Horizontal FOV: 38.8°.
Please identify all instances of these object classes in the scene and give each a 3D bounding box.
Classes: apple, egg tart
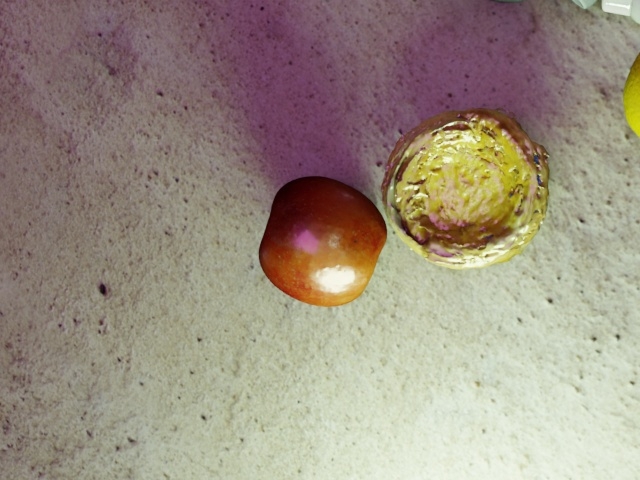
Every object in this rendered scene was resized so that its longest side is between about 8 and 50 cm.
[{"bbox_3d":[0.000,0.000,1.546,0.201,0.218,0.218,23,100,-5],"label":"apple"},{"bbox_3d":[0.246,-0.091,1.502,0.291,0.107,0.291,3,97,24],"label":"egg tart"}]

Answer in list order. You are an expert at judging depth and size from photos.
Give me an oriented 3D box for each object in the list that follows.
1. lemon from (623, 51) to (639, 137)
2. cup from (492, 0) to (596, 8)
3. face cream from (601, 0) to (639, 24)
[{"bbox_3d":[0.538,-0.218,1.335,0.178,0.178,0.203,23,97,21],"label":"lemon"},{"bbox_3d":[0.287,-0.475,1.356,0.323,0.327,0.237,47,107,14],"label":"cup"},{"bbox_3d":[0.563,-0.353,1.374,0.269,0.082,0.082,17,97,23],"label":"face cream"}]
